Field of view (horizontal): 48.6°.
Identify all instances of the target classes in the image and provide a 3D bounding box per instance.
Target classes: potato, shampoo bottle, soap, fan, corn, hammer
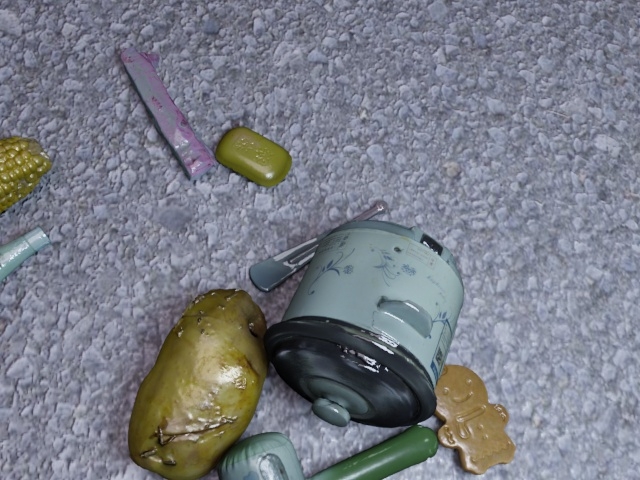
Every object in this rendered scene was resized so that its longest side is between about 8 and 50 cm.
[{"bbox_3d":[-0.172,0.213,1.074,0.172,0.140,0.300,24,71,1],"label":"potato"},{"bbox_3d":[-0.535,0.042,1.164,0.190,0.041,0.069,-38,70,-18],"label":"shampoo bottle"},{"bbox_3d":[-0.121,-0.153,1.282,0.140,0.045,0.089,30,63,7],"label":"soap"},{"bbox_3d":[0.000,0.000,1.244,0.282,0.023,0.057,-33,65,-17],"label":"fan"},{"bbox_3d":[-0.609,-0.067,1.157,0.346,0.130,0.130,-30,73,-19],"label":"corn"},{"bbox_3d":[0.027,0.350,1.051,0.335,0.119,0.207,-17,86,-22],"label":"hammer"}]

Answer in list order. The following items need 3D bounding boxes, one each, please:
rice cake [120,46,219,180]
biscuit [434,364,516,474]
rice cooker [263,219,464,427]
[{"bbox_3d":[-0.275,-0.239,1.301,0.081,0.051,0.290,-22,71,-29],"label":"rice cake"},{"bbox_3d":[0.240,0.280,1.135,0.133,0.027,0.184,-3,61,-18],"label":"biscuit"},{"bbox_3d":[0.069,0.135,1.054,0.264,0.316,0.317,37,67,-14],"label":"rice cooker"}]
